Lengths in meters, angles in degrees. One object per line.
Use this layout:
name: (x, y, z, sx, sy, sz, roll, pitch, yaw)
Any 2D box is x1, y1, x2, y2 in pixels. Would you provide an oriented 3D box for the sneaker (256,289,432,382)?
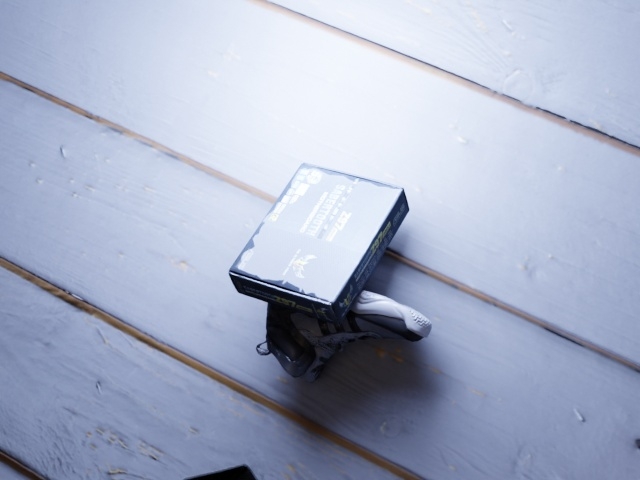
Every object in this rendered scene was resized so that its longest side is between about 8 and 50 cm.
sneaker: (0.029, 0.146, 1.849, 0.269, 0.101, 0.153, 14, 85, 25)

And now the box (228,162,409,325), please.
box: (0.000, 0.000, 1.839, 0.183, 0.059, 0.232, 17, 59, 28)

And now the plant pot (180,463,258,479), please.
plant pot: (-0.162, 0.459, 1.816, 0.167, 0.187, 0.188, -41, 71, 20)
